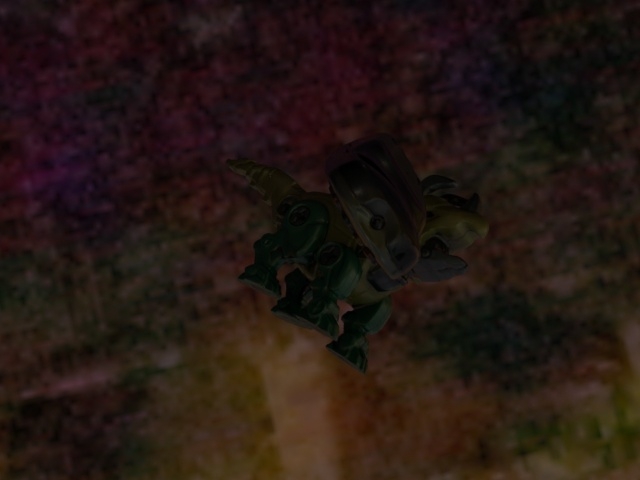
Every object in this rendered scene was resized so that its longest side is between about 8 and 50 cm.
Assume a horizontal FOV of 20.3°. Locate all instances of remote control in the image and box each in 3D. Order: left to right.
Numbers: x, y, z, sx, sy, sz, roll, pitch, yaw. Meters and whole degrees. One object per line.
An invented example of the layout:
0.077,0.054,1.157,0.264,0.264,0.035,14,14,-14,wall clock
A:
0.033,-0.026,1.052,0.042,0.072,0.222,-31,-173,7,remote control

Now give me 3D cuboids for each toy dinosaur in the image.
0.000,0.000,1.378,0.259,0.153,0.094,20,159,38,toy dinosaur
